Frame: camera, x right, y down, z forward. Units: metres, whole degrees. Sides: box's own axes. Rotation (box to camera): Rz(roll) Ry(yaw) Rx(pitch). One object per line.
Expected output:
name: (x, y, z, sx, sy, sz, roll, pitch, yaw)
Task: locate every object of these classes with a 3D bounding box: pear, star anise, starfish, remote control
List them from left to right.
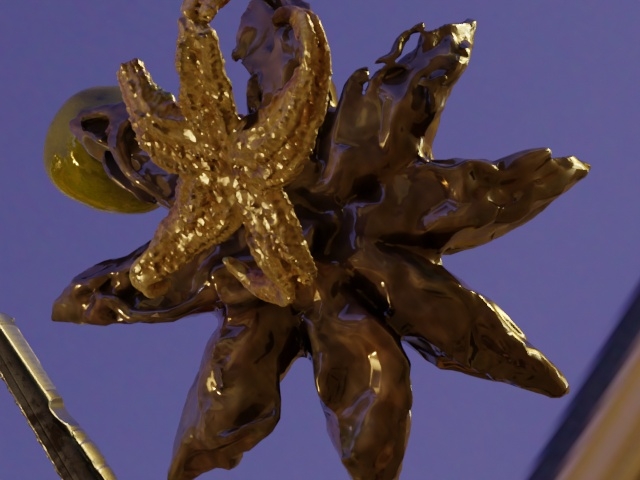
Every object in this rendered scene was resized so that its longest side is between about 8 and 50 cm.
remote control: (-0.155, 0.110, 1.136, 0.027, 0.152, 0.043, -35, -6, 10)
pear: (-0.136, -0.059, 1.267, 0.092, 0.092, 0.097, -43, 6, -13)
starfish: (-0.056, -0.036, 0.981, 0.053, 0.150, 0.209, -31, -16, -43)
star anise: (0.001, 0.002, 1.109, 0.331, 0.332, 0.117, -52, -7, -3)
